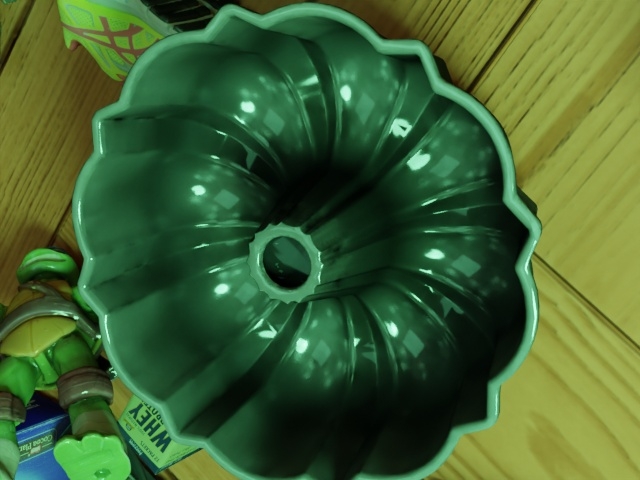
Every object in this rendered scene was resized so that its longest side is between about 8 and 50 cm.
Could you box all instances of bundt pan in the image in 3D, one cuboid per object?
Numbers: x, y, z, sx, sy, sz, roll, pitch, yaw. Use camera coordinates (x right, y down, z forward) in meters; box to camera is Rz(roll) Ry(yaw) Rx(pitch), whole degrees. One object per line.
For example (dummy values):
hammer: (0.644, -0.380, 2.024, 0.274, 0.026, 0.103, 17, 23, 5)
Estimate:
bundt pan: (0.000, 0.000, 0.692, 0.331, 0.124, 0.330, 6, 106, 22)

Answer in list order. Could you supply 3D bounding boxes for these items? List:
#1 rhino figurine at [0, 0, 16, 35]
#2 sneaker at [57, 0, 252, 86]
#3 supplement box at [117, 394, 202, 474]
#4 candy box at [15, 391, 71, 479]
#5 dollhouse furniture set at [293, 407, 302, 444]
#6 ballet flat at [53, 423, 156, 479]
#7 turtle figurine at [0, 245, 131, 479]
rhino figurine: (-0.291, -0.248, 0.877, 0.106, 0.073, 0.243, 31, 116, 20)
sneaker: (-0.131, -0.159, 0.798, 0.208, 0.081, 0.094, 31, 126, 28)
supplement box: (-0.111, 0.135, 0.831, 0.056, 0.083, 0.083, 44, 120, 19)
candy box: (-0.376, 0.316, 0.926, 0.122, 0.268, 0.317, 19, 109, 32)
dollhouse furniture set: (0.016, 0.234, 0.742, 0.184, 0.129, 0.129, 33, 116, 22)
ballet flat: (-0.169, 0.241, 0.898, 0.203, 0.074, 0.074, 46, 120, 17)
turtle figurine: (-0.233, 0.055, 0.789, 0.274, 0.198, 0.266, -59, 32, 35)
